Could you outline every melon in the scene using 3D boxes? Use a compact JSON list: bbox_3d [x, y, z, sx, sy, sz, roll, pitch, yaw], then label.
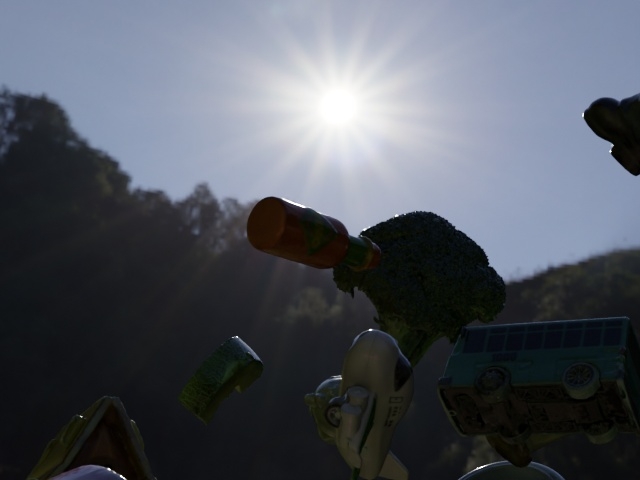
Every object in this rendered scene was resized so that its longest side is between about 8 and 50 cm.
[{"bbox_3d":[-0.165,0.235,1.950,0.064,0.209,0.118,34,-46,13],"label":"melon"}]

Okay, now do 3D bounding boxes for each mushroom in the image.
[{"bbox_3d":[0.421,0.251,1.870,0.333,0.107,0.087,-32,-8,1],"label":"mushroom"}]

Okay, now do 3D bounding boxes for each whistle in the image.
[{"bbox_3d":[0.040,0.242,1.607,0.110,0.092,0.244,1,-19,11],"label":"whistle"}]

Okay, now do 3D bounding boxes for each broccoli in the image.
[{"bbox_3d":[0.167,0.088,2.014,0.308,0.275,0.308,18,13,-4],"label":"broccoli"}]

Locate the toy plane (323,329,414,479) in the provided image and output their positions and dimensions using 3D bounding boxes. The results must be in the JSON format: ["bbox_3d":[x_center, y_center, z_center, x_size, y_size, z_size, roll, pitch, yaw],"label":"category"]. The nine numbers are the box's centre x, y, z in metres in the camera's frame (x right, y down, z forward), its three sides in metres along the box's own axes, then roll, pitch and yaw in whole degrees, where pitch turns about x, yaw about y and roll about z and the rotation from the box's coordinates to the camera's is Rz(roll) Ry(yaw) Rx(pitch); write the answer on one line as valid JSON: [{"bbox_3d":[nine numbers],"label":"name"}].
[{"bbox_3d":[0.055,0.170,1.164,0.080,0.174,0.174,10,-23,16],"label":"toy plane"}]

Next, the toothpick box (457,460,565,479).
[{"bbox_3d":[0.335,0.571,1.928,0.263,0.263,0.354,-5,-60,30],"label":"toothpick box"}]

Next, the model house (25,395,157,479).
[{"bbox_3d":[-0.260,0.290,0.997,0.340,0.323,0.300,9,-27,-22],"label":"model house"}]

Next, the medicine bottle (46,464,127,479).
[{"bbox_3d":[-0.261,0.286,0.632,0.388,0.219,0.219,-21,-5,-34],"label":"medicine bottle"}]

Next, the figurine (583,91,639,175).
[{"bbox_3d":[0.431,-0.182,1.109,0.185,0.204,0.332,2,-54,-53],"label":"figurine"}]

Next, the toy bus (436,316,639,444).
[{"bbox_3d":[0.301,0.187,1.557,0.256,0.147,0.128,-5,-48,28],"label":"toy bus"}]

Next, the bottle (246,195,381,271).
[{"bbox_3d":[0.000,0.000,1.375,0.069,0.069,0.187,-14,-22,42],"label":"bottle"}]
